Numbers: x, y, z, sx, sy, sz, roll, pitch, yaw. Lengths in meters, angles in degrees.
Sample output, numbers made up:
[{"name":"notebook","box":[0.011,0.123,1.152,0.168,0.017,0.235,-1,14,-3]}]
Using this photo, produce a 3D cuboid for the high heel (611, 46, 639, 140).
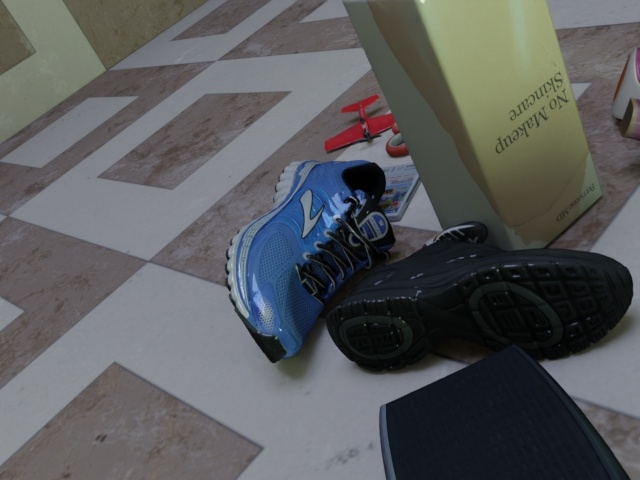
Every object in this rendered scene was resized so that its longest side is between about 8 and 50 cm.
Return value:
[{"name":"high heel","box":[0.405,-0.159,0.861,0.117,0.082,0.244,16,27,10]}]

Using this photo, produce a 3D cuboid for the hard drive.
[{"name":"hard drive","box":[0.133,0.184,0.547,0.172,0.054,0.254,-26,29,5]}]

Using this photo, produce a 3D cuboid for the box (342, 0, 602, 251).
[{"name":"box","box":[0.163,-0.141,0.769,0.148,0.311,0.121,-40,31,-16]}]

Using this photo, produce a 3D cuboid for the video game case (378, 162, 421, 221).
[{"name":"video game case","box":[0.088,-0.064,1.019,0.087,0.011,0.122,-5,37,35]}]

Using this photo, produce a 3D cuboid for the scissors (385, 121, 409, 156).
[{"name":"scissors","box":[0.220,-0.169,1.060,0.297,0.021,0.109,-6,35,37]}]

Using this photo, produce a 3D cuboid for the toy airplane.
[{"name":"toy airplane","box":[0.073,-0.196,1.222,0.151,0.028,0.151,-19,31,12]}]

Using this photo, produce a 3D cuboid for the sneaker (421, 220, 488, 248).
[{"name":"sneaker","box":[0.140,0.000,0.808,0.109,0.040,0.043,-34,17,54]}]

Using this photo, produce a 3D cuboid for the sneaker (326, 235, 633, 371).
[{"name":"sneaker","box":[0.145,0.042,0.717,0.286,0.109,0.130,-8,29,29]}]

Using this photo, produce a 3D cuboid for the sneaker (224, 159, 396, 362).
[{"name":"sneaker","box":[0.000,0.000,0.873,0.147,0.129,0.330,-11,36,28]}]
